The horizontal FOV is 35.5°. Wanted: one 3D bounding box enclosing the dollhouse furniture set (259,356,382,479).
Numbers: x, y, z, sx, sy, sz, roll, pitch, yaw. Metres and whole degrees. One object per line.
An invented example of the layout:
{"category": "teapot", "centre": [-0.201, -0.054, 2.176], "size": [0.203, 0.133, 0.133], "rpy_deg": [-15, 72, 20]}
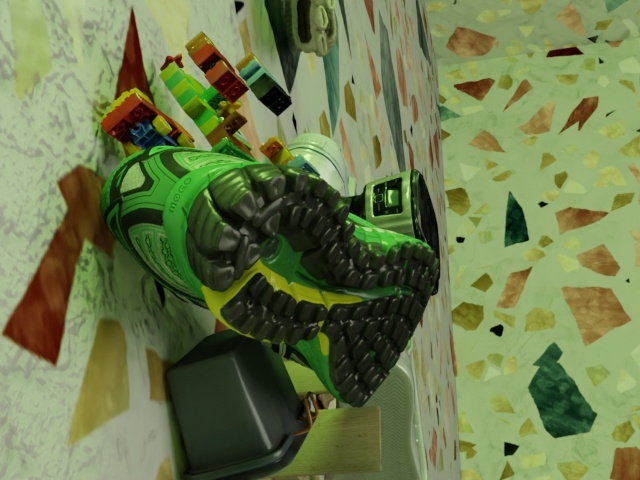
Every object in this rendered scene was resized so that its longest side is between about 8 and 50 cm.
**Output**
{"category": "dollhouse furniture set", "centre": [0.008, 0.172, 0.947], "size": [0.151, 0.123, 0.144], "rpy_deg": [65, 22, -58]}

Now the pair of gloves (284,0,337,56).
{"category": "pair of gloves", "centre": [-0.022, -0.328, 1.127], "size": [0.204, 0.042, 0.240], "rpy_deg": [-143, -131, -69]}

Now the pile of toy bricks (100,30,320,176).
{"category": "pile of toy bricks", "centre": [-0.085, -0.093, 0.745], "size": [0.105, 0.118, 0.212], "rpy_deg": [54, 8, 27]}

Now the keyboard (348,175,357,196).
{"category": "keyboard", "centre": [0.045, 0.008, 1.494], "size": [0.256, 0.014, 0.072], "rpy_deg": [-83, 167, -48]}

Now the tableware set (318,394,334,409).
{"category": "tableware set", "centre": [0.001, 0.195, 1.158], "size": [0.168, 0.020, 0.141], "rpy_deg": [62, 25, -64]}

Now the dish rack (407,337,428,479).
{"category": "dish rack", "centre": [0.102, 0.271, 1.474], "size": [0.285, 0.072, 0.333], "rpy_deg": [-41, 124, -77]}

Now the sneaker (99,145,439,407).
{"category": "sneaker", "centre": [-0.021, 0.016, 0.727], "size": [0.134, 0.146, 0.343], "rpy_deg": [-59, 147, -8]}

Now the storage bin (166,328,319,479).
{"category": "storage bin", "centre": [-0.058, 0.118, 0.760], "size": [0.135, 0.098, 0.091], "rpy_deg": [-45, 117, -75]}

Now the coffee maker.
{"category": "coffee maker", "centre": [0.028, 0.005, 0.996], "size": [0.171, 0.178, 0.120], "rpy_deg": [44, 42, -72]}

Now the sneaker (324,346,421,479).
{"category": "sneaker", "centre": [0.059, 0.185, 1.102], "size": [0.169, 0.108, 0.292], "rpy_deg": [-86, -179, -54]}

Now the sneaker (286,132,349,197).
{"category": "sneaker", "centre": [0.000, 0.000, 1.137], "size": [0.091, 0.094, 0.258], "rpy_deg": [-63, 145, -36]}
